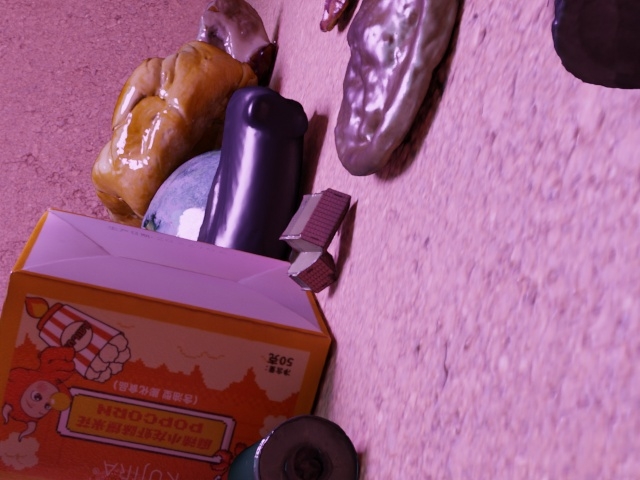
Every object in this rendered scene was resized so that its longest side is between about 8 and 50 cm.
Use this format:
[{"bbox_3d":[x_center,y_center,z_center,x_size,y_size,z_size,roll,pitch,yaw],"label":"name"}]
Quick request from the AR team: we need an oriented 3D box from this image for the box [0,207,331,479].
[{"bbox_3d":[-0.165,0.119,0.966,0.259,0.284,0.213,-117,41,-73],"label":"box"}]

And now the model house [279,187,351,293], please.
[{"bbox_3d":[0.000,0.000,0.916,0.058,0.057,0.083,-4,50,51],"label":"model house"}]

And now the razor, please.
[{"bbox_3d":[-0.096,-0.014,1.216,0.204,0.114,0.348,-165,90,-78],"label":"razor"}]

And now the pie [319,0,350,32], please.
[{"bbox_3d":[0.026,-0.303,1.164,0.170,0.034,0.092,119,165,-51],"label":"pie"}]

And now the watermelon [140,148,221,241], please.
[{"bbox_3d":[-0.185,0.000,1.483,0.188,0.175,0.321,-157,79,-79],"label":"watermelon"}]

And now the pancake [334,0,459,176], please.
[{"bbox_3d":[0.055,-0.161,0.818,0.242,0.050,0.241,-168,90,-79],"label":"pancake"}]

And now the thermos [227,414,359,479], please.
[{"bbox_3d":[-0.031,0.181,0.777,0.187,0.073,0.083,131,149,-67],"label":"thermos"}]

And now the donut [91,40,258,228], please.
[{"bbox_3d":[-0.241,-0.160,1.674,0.360,0.170,0.360,-52,-19,-27],"label":"donut"}]

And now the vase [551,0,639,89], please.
[{"bbox_3d":[0.120,-0.171,0.409,0.115,0.116,0.237,117,157,-50],"label":"vase"}]

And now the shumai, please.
[{"bbox_3d":[-0.141,-0.351,1.831,0.201,0.120,0.201,-23,-62,-52],"label":"shumai"}]
